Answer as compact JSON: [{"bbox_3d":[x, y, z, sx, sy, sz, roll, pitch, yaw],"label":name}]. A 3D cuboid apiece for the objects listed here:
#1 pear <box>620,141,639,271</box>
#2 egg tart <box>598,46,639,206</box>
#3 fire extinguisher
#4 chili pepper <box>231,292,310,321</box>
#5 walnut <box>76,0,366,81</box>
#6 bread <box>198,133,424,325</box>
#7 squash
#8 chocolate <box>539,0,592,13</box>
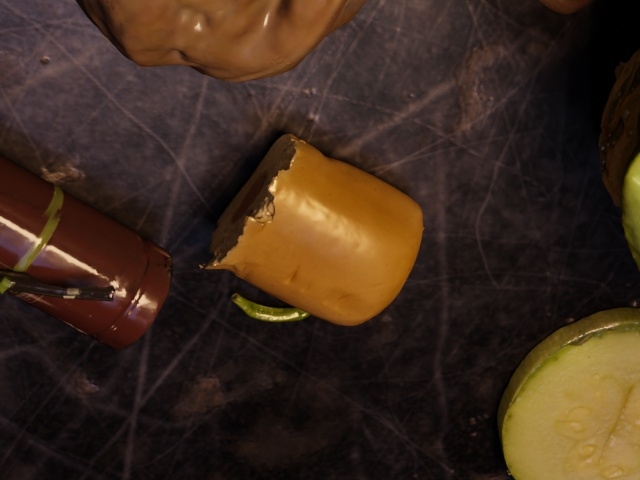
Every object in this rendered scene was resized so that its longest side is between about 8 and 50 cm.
[{"bbox_3d":[0.368,-0.074,1.295,0.318,0.238,0.342,40,135,-19],"label":"pear"},{"bbox_3d":[0.363,-0.113,1.472,0.295,0.116,0.294,-6,121,-10],"label":"egg tart"},{"bbox_3d":[-0.273,-0.024,1.378,0.341,0.141,0.105,31,84,-28],"label":"fire extinguisher"},{"bbox_3d":[-0.038,0.057,1.548,0.083,0.017,0.030,-2,114,-14],"label":"chili pepper"},{"bbox_3d":[-0.055,-0.239,1.229,0.273,0.227,0.273,-6,127,-9],"label":"walnut"},{"bbox_3d":[0.001,0.000,1.478,0.173,0.085,0.134,25,114,-25],"label":"bread"},{"bbox_3d":[0.272,0.163,1.670,0.219,0.041,0.219,-6,123,-9],"label":"squash"},{"bbox_3d":[0.188,-0.216,1.416,0.064,0.031,0.101,-40,123,18],"label":"chocolate"}]
